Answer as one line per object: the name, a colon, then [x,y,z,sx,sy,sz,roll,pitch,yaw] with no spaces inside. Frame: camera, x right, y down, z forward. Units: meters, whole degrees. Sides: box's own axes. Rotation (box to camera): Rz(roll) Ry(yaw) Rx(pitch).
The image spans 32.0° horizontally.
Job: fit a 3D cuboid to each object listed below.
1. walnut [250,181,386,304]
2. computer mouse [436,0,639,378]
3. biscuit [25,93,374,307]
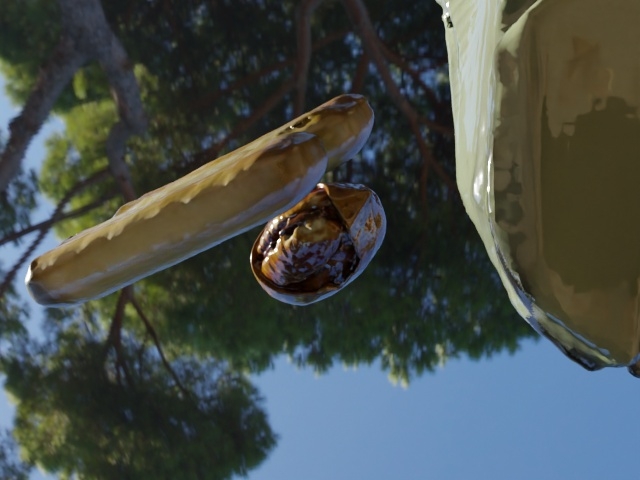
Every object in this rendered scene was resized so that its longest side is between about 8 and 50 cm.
walnut: [0.000,0.000,1.155,0.116,0.207,0.116,15,-122,-25]
computer mouse: [0.196,-0.127,0.679,0.228,0.145,0.429,5,-119,-7]
biscuit: [-0.100,-0.034,0.982,0.291,0.237,0.062,-25,-81,23]
